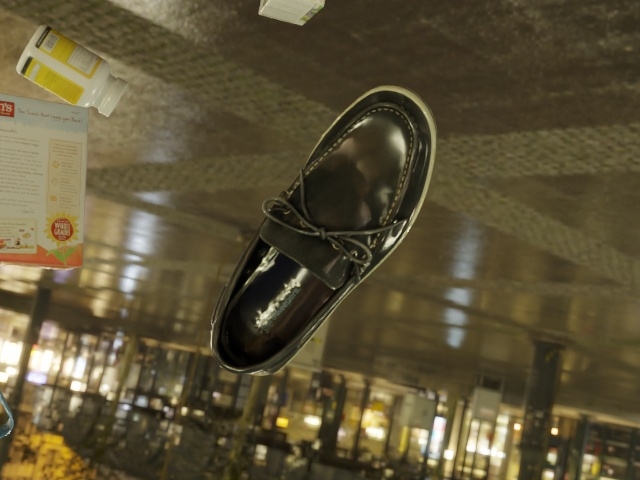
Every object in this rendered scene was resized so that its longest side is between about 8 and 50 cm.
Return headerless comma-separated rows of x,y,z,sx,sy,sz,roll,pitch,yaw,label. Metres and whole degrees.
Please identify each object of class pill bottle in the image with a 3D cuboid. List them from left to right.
-0.452,-0.306,1.739,0.184,0.103,0.103,31,165,-16,pill bottle

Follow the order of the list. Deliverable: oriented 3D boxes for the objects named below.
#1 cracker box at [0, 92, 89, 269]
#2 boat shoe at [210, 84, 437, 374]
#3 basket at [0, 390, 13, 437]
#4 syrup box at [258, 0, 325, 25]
-0.410,-0.080,1.319,0.156,0.232,0.067,6,171,-34,cracker box
0.000,0.000,1.375,0.187,0.500,0.156,37,-168,6,boat shoe
-0.671,0.269,1.548,0.289,0.254,0.201,-13,-141,-14,basket
-0.049,-0.473,1.767,0.096,0.093,0.237,12,-178,-10,syrup box
